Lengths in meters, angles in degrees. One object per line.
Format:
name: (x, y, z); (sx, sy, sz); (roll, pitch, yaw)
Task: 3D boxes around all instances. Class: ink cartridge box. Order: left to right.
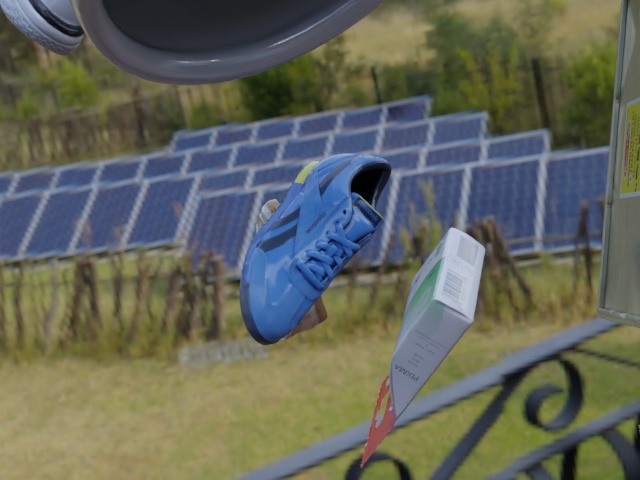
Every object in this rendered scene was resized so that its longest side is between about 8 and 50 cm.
ink cartridge box: (0.095, 0.113, 1.391); (0.224, 0.056, 0.181); (-54, 6, 26)

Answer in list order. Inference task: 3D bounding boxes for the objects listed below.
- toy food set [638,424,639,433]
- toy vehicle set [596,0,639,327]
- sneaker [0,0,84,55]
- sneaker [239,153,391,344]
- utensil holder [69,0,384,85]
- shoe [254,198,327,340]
toy food set: (0.410, 0.216, 1.481); (0.078, 0.019, 0.122); (-9, -2, 40)
toy vehicle set: (0.249, -0.068, 0.940); (0.035, 0.266, 0.166); (5, 1, 0)
sneaker: (-0.366, -0.426, 1.770); (0.210, 0.137, 0.366); (-48, 45, 15)
sneaker: (0.000, 0.000, 1.085); (0.082, 0.069, 0.209); (-6, 41, 37)
utensil holder: (-0.117, -0.372, 1.006); (0.328, 0.385, 0.327); (-26, -24, -13)
shoe: (-0.039, 0.039, 1.395); (0.058, 0.219, 0.076); (-32, 54, -13)
